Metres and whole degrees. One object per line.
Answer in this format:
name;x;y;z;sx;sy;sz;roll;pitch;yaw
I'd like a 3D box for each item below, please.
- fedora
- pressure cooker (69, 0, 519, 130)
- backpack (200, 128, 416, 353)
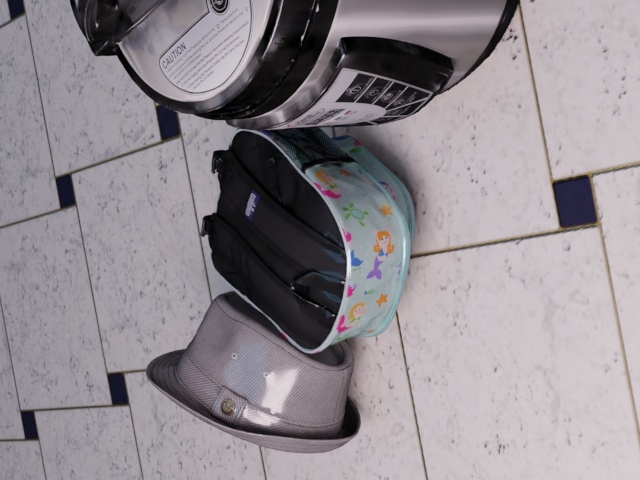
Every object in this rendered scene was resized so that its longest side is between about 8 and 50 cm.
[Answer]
fedora;-0.066;0.145;1.655;0.275;0.243;0.124;29;110;31
pressure cooker;-0.046;-0.306;1.391;0.375;0.420;0.370;36;123;40
backpack;0.000;0.000;1.577;0.253;0.191;0.225;47;133;43
